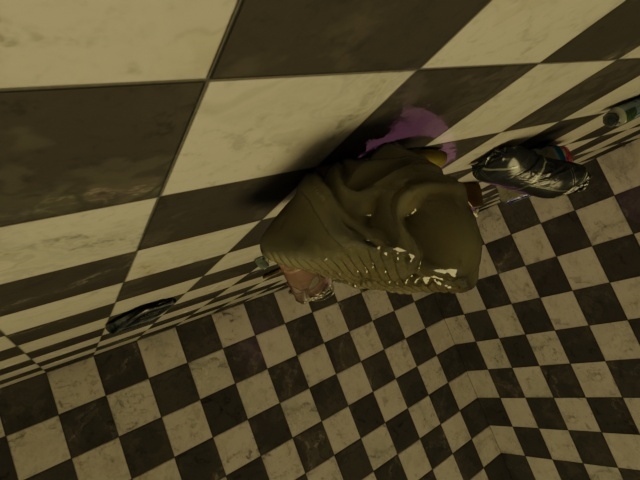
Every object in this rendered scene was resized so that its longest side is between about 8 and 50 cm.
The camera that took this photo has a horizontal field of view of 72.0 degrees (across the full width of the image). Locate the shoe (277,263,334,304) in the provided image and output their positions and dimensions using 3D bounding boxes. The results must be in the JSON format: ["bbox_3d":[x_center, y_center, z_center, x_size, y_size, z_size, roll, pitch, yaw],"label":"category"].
[{"bbox_3d":[-0.032,0.124,1.586,0.172,0.198,0.351,-23,171,22],"label":"shoe"}]

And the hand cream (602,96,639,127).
[{"bbox_3d":[0.879,-0.375,1.195,0.256,0.055,0.088,-27,174,-12],"label":"hand cream"}]

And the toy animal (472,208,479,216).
[{"bbox_3d":[0.590,-0.074,2.131,0.363,0.180,0.181,-50,167,25],"label":"toy animal"}]

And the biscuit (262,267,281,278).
[{"bbox_3d":[-0.191,0.136,1.918,0.147,0.018,0.071,-26,174,25],"label":"biscuit"}]

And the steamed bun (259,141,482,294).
[{"bbox_3d":[0.093,-0.037,0.738,0.310,0.219,0.324,20,163,-32],"label":"steamed bun"}]

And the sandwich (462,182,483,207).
[{"bbox_3d":[0.503,-0.150,1.559,0.094,0.096,0.258,-21,172,42],"label":"sandwich"}]

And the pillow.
[{"bbox_3d":[0.576,-0.183,1.201,0.335,0.092,0.161,12,164,-20],"label":"pillow"}]

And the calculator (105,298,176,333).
[{"bbox_3d":[-0.618,0.257,1.529,0.268,0.040,0.177,-32,170,33],"label":"calculator"}]

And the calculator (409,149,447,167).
[{"bbox_3d":[0.150,-0.135,0.885,0.237,0.033,0.157,-11,168,-42],"label":"calculator"}]

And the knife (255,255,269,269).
[{"bbox_3d":[-0.189,0.073,1.456,0.044,0.023,0.162,-25,172,-6],"label":"knife"}]

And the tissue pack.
[{"bbox_3d":[0.690,-0.220,1.426,0.209,0.137,0.270,-30,172,37],"label":"tissue pack"}]
